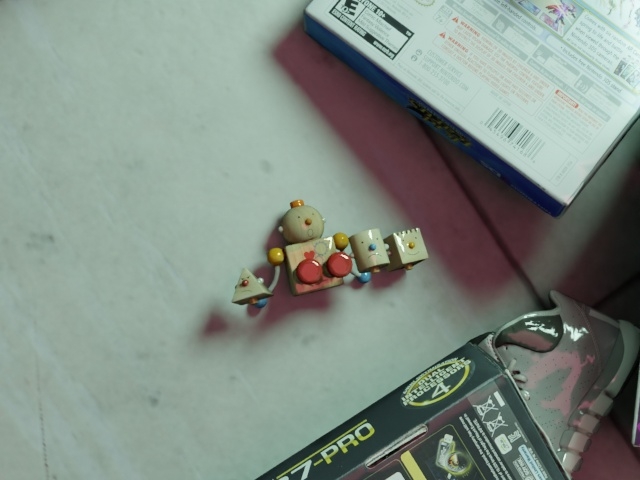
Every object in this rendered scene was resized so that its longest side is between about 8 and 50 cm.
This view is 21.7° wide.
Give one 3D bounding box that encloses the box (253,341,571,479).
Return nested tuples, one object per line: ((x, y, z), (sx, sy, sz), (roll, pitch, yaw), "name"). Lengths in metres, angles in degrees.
((0.093, 0.327, 1.308), (0.318, 0.097, 0.395), (-34, 108, -5), "box")

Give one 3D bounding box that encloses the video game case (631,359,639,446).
((0.292, 0.055, 1.370), (0.042, 0.210, 0.232), (6, 86, 14), "video game case")

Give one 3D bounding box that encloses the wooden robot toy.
((0.000, 0.000, 1.372), (0.173, 0.076, 0.079), (-13, 80, -14), "wooden robot toy")

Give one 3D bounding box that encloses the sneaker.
((0.165, 0.144, 1.407), (0.132, 0.086, 0.228), (31, 79, 1), "sneaker")

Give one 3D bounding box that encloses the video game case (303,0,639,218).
((0.165, -0.194, 1.385), (0.269, 0.061, 0.244), (38, 81, 7), "video game case")
